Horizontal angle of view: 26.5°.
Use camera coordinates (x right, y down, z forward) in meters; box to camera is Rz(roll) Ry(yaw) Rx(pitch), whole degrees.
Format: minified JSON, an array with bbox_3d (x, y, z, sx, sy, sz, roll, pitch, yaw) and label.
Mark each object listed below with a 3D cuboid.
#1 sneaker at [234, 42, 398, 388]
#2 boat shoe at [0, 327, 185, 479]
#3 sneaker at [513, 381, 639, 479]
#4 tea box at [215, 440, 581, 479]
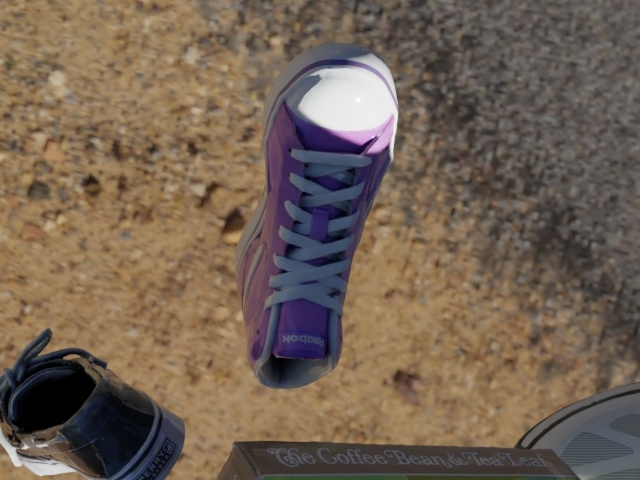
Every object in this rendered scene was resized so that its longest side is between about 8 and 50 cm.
[{"bbox_3d":[0.001,0.000,1.009,0.102,0.161,0.282,5,135,-9],"label":"sneaker"},{"bbox_3d":[-0.220,0.139,1.124,0.105,0.306,0.113,43,77,-23],"label":"boat shoe"},{"bbox_3d":[0.393,0.190,1.125,0.447,0.257,0.169,-2,82,-13],"label":"sneaker"},{"bbox_3d":[0.092,0.318,0.900,0.329,0.323,0.220,9,119,-42],"label":"tea box"}]
